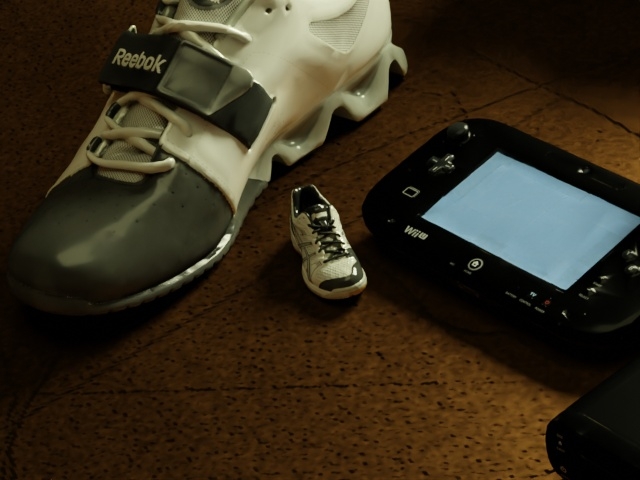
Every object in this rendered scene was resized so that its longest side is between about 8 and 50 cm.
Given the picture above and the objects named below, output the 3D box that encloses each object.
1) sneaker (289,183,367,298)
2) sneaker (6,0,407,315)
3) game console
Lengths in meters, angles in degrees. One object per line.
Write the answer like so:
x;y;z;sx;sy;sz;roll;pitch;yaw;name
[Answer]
0.000;0.000;1.087;0.032;0.037;0.083;-18;37;-13;sneaker
-0.076;-0.091;1.146;0.122;0.146;0.330;15;44;31;sneaker
0.154;0.029;0.998;0.213;0.044;0.361;-32;39;-27;game console
